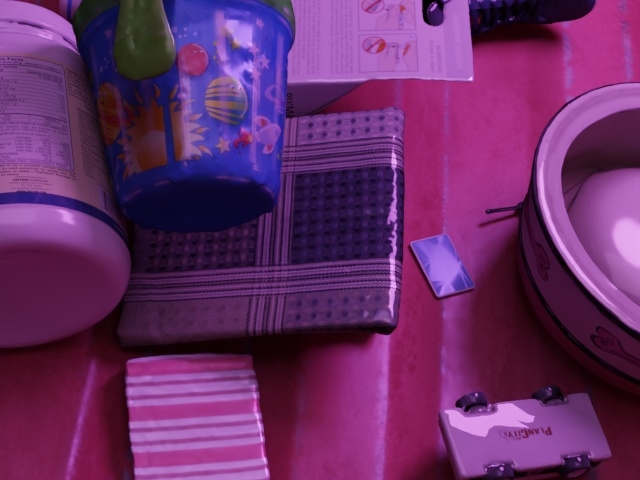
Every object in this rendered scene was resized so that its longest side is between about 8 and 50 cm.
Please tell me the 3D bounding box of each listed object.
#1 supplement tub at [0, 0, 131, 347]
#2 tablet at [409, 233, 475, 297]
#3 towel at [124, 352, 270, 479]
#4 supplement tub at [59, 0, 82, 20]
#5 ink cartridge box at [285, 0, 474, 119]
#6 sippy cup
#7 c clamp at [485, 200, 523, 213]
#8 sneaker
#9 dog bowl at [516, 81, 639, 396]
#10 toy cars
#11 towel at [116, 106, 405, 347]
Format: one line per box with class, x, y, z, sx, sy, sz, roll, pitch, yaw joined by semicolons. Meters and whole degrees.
supplement tub;-0.336;-0.074;1.335;0.236;0.235;0.324;-4;56;-15
tablet;0.148;0.030;1.508;0.054;0.006;0.083;-14;60;-21
towel;-0.131;0.210;1.310;0.144;0.029;0.197;-2;58;-14
supplement tub;-0.283;-0.316;1.618;0.107;0.071;0.071;9;54;-5
ink cartridge box;-0.005;-0.287;1.603;0.385;0.091;0.308;0;54;1
sippy cup;-0.133;-0.134;1.281;0.305;0.240;0.224;13;63;-43
c clamp;0.301;0.009;1.550;0.137;0.022;0.160;-16;59;-28
sneaker;0.206;-0.319;1.697;0.350;0.131;0.148;4;53;3
dog bowl;0.415;0.013;1.473;0.408;0.150;0.408;9;54;-12
toy cars;0.154;0.285;1.286;0.176;0.087;0.393;37;53;8
towel;-0.064;-0.015;1.423;0.324;0.056;0.312;-3;56;9
